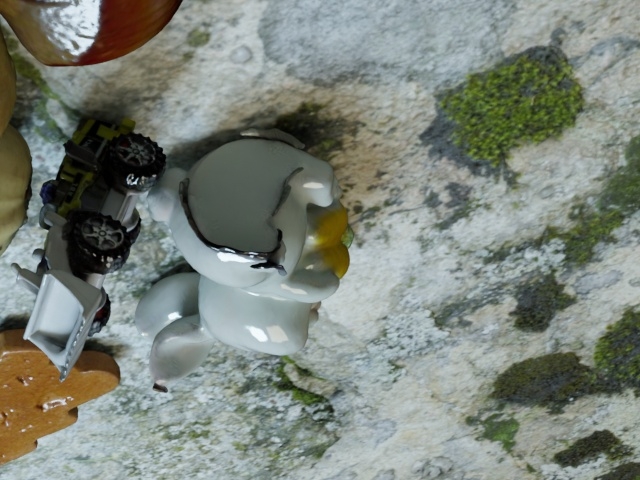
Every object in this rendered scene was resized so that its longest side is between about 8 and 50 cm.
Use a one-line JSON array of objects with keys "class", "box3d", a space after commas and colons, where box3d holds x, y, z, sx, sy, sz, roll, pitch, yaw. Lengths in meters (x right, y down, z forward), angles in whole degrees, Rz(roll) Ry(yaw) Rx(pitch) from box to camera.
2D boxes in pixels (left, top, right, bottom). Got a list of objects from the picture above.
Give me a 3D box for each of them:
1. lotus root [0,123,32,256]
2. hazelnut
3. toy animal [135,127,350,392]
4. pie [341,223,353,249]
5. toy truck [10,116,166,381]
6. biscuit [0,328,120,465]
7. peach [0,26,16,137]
[{"class": "lotus root", "box3d": [-0.429, -0.049, 1.594, 0.310, 0.183, 0.183, 0, 141, -19]}, {"class": "hazelnut", "box3d": [-0.195, -0.260, 1.430, 0.181, 0.181, 0.212, 8, 139, 10]}, {"class": "toy animal", "box3d": [-0.085, 0.030, 1.853, 0.247, 0.183, 0.310, -6, 148, -8]}, {"class": "pie", "box3d": [0.002, -0.001, 1.976, 0.084, 0.021, 0.084, -10, 140, -8]}, {"class": "toy truck", "box3d": [-0.237, -0.002, 1.652, 0.111, 0.286, 0.136, 20, 135, -6]}, {"class": "biscuit", "box3d": [-0.407, 0.202, 2.047, 0.284, 0.043, 0.306, 5, 140, -30]}, {"class": "peach", "box3d": [-0.363, -0.152, 1.432, 0.214, 0.235, 0.214, -19, 143, -15]}]
